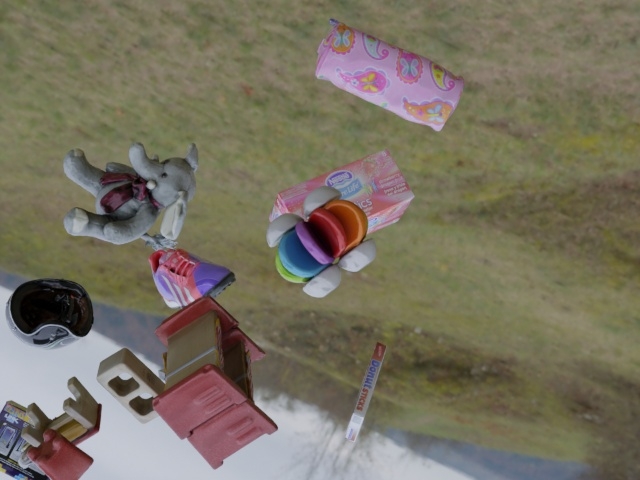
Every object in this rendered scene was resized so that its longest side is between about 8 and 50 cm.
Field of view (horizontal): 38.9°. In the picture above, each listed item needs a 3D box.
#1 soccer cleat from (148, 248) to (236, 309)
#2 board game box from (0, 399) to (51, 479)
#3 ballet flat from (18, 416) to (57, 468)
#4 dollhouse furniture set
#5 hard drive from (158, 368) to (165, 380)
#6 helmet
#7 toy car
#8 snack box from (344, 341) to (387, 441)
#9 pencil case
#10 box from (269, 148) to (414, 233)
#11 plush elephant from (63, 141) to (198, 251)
[{"bbox_3d":[-0.261,0.068,1.760,0.116,0.109,0.318,57,159,-11],"label":"soccer cleat"},{"bbox_3d":[-0.648,0.454,1.999,0.170,0.141,0.048,28,170,0],"label":"board game box"},{"bbox_3d":[-0.486,0.349,1.599,0.058,0.084,0.250,59,175,2],"label":"ballet flat"},{"bbox_3d":[-0.265,0.269,1.365,0.152,0.374,0.201,52,-168,-28],"label":"dollhouse furniture set"},{"bbox_3d":[-0.290,0.292,2.030,0.135,0.022,0.094,-9,179,-20],"label":"hard drive"},{"bbox_3d":[-0.604,0.163,1.998,0.162,0.169,0.169,-8,160,16],"label":"helmet"},{"bbox_3d":[0.000,0.000,1.543,0.159,0.182,0.136,54,180,6],"label":"toy car"},{"bbox_3d":[0.077,0.251,1.518,0.022,0.178,0.064,18,127,6],"label":"snack box"},{"bbox_3d":[0.127,-0.312,1.718,0.284,0.124,0.124,22,172,-4],"label":"pencil case"},{"bbox_3d":[0.047,-0.078,2.127,0.142,0.300,0.154,61,160,14],"label":"box"},{"bbox_3d":[-0.408,-0.118,2.110,0.330,0.255,0.272,32,-151,-30],"label":"plush elephant"}]
